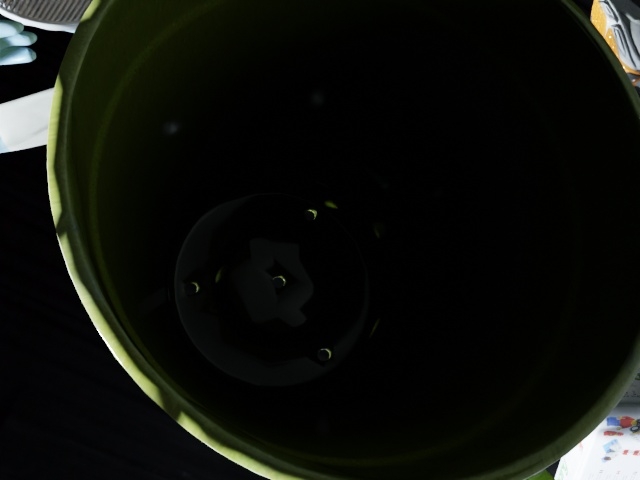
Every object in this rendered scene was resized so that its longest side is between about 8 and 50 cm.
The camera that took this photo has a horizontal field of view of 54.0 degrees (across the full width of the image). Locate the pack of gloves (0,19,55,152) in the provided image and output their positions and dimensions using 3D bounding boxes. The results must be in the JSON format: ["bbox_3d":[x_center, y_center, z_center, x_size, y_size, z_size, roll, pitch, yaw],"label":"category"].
[{"bbox_3d":[-0.395,-0.159,0.663,0.195,0.232,0.046,88,162,-60],"label":"pack of gloves"}]

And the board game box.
[{"bbox_3d":[0.388,0.267,0.732,0.053,0.193,0.305,-84,-7,-52],"label":"board game box"}]

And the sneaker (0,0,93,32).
[{"bbox_3d":[-0.634,-0.564,1.564,0.150,0.366,0.135,-15,83,51],"label":"sneaker"}]

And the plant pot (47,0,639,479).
[{"bbox_3d":[0.000,0.000,0.514,0.366,0.367,0.353,-67,7,-21],"label":"plant pot"}]

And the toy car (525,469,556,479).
[{"bbox_3d":[0.131,0.230,0.540,0.136,0.159,0.182,-21,7,-24],"label":"toy car"}]

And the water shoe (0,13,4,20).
[{"bbox_3d":[-0.523,-0.382,0.948,0.080,0.073,0.203,-59,-23,-14],"label":"water shoe"}]

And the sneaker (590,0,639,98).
[{"bbox_3d":[0.436,-0.229,0.803,0.099,0.121,0.262,61,-165,-61],"label":"sneaker"}]
